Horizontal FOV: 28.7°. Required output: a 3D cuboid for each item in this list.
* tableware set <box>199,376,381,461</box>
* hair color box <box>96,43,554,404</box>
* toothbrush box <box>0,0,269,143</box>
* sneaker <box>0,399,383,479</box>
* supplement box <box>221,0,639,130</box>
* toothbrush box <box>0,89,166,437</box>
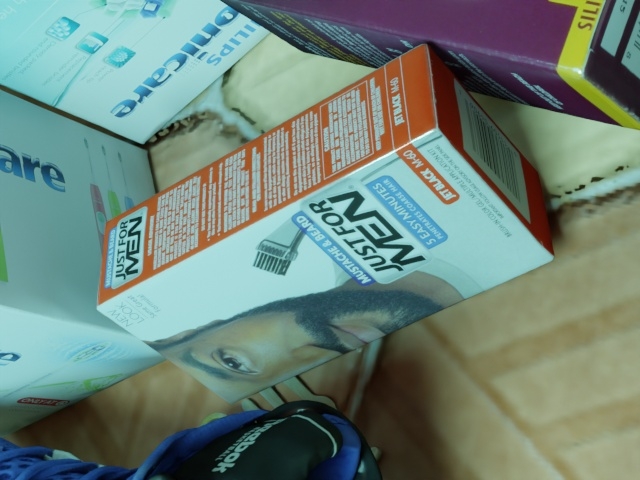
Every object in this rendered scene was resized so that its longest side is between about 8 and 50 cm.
[{"bbox_3d":[-0.009,0.130,0.542,0.154,0.024,0.104,42,102,32],"label":"tableware set"},{"bbox_3d":[0.000,0.000,0.521,0.167,0.093,0.053,-26,43,26],"label":"hair color box"},{"bbox_3d":[-0.167,-0.195,0.561,0.126,0.295,0.216,-38,60,18],"label":"toothbrush box"},{"bbox_3d":[-0.064,0.123,0.488,0.315,0.127,0.182,29,118,28],"label":"sneaker"},{"bbox_3d":[0.058,-0.123,0.527,0.188,0.081,0.104,19,89,35],"label":"supplement box"},{"bbox_3d":[-0.242,0.037,0.606,0.283,0.206,0.122,-27,65,24],"label":"toothbrush box"}]
